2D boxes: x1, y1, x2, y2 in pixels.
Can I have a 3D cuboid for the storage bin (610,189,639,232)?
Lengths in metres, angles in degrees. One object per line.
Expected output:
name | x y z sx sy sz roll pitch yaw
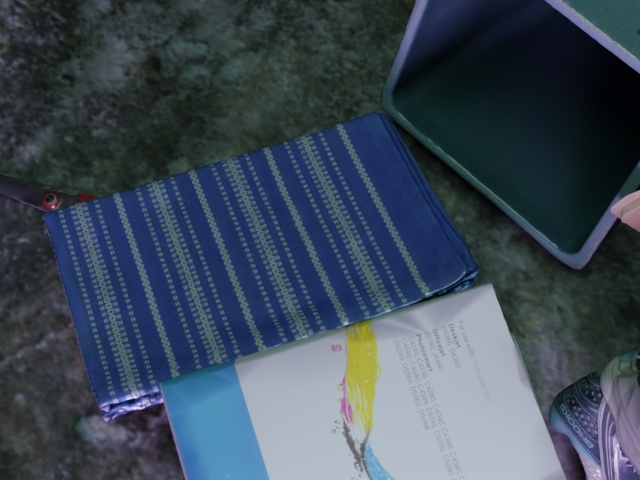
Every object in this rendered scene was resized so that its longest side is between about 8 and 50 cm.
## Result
storage bin | 0.339 0.112 1.008 0.260 0.123 0.262 28 55 -33

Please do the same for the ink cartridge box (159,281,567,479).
ink cartridge box | 0.037 0.185 1.043 0.270 0.198 0.197 -17 70 -4

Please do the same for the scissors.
scissors | -0.231 -0.038 1.228 0.297 0.021 0.109 33 81 15

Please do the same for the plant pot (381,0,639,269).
plant pot | 0.247 -0.179 1.160 0.248 0.247 0.252 42 58 15

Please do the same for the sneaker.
sneaker | 0.286 0.230 1.084 0.110 0.122 0.283 -20 86 -50

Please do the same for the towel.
towel | -0.057 0.008 1.131 0.336 0.040 0.243 -18 49 -9
